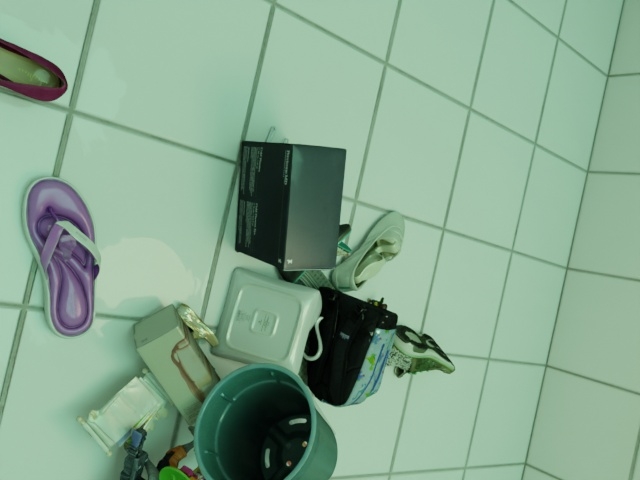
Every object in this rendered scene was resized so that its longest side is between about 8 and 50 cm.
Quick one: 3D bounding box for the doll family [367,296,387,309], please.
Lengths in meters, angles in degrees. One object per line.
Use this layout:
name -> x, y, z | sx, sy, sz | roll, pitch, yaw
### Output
doll family -> 0.173, 0.287, 2.233 | 0.076, 0.111, 0.193 | 24, 82, -39

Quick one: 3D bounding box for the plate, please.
plate -> -0.168, 0.247, 1.881 | 0.277, 0.045, 0.278 | 16, 87, 4

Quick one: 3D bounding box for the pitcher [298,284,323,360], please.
pitcher -> -0.053, 0.257, 1.951 | 0.125, 0.177, 0.207 | 64, 47, -72

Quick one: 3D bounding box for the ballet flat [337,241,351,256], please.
ballet flat -> 0.000, 0.000, 2.082 | 0.241, 0.091, 0.077 | 35, 105, -33

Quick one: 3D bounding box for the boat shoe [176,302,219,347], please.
boat shoe -> -0.367, 0.259, 1.826 | 0.059, 0.063, 0.170 | -47, 113, -21

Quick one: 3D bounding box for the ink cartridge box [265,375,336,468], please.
ink cartridge box -> -0.142, 0.586, 2.004 | 0.271, 0.130, 0.310 | -38, 119, -19

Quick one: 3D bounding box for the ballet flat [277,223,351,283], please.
ballet flat -> -0.030, 0.024, 1.978 | 0.280, 0.095, 0.096 | -42, 107, 12

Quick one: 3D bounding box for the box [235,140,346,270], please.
box -> -0.095, -0.108, 1.806 | 0.178, 0.312, 0.344 | 0, 100, -32

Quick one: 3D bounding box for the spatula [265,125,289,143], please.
spatula -> -0.143, -0.219, 1.960 | 0.168, 0.019, 0.242 | 28, 79, -33

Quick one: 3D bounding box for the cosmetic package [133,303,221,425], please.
cosmetic package -> -0.388, 0.345, 1.740 | 0.129, 0.153, 0.296 | -29, 118, -6

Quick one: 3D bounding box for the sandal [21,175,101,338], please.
sandal -> -0.621, 0.046, 1.555 | 0.169, 0.102, 0.417 | -17, 107, -37

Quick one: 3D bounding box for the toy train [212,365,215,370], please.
toy train -> -0.353, 0.408, 1.885 | 0.083, 0.017, 0.024 | -39, 110, -28

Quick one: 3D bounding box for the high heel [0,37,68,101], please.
high heel -> -0.735, -0.412, 1.338 | 0.377, 0.181, 0.127 | 17, 86, -40

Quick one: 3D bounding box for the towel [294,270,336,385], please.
towel -> -0.044, 0.282, 2.105 | 0.312, 0.056, 0.324 | -49, 121, -26

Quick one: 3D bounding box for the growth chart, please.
growth chart -> -0.508, 0.460, 1.669 | 0.237, 0.021, 0.172 | -39, 118, -34

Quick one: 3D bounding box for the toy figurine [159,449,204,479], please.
toy figurine -> -0.333, 0.634, 1.691 | 0.159, 0.130, 0.173 | -36, 139, -52

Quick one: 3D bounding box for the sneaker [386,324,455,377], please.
sneaker -> 0.364, 0.461, 2.434 | 0.410, 0.158, 0.182 | 30, 109, -40

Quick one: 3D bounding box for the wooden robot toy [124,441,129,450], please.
wooden robot toy -> -0.512, 0.502, 1.740 | 0.079, 0.076, 0.174 | -19, 109, -47

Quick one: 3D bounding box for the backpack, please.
backpack -> 0.091, 0.364, 2.021 | 0.273, 0.290, 0.356 | 24, 85, -54

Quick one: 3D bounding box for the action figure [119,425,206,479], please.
action figure -> -0.441, 0.652, 1.709 | 0.330, 0.178, 0.342 | -29, 141, -51

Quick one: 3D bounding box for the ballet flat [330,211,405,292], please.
ballet flat -> 0.204, 0.048, 2.210 | 0.400, 0.139, 0.139 | -43, 121, -26

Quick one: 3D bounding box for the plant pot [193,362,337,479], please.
plant pot -> -0.120, 0.555, 1.721 | 0.341, 0.341, 0.334 | -58, 148, -17
